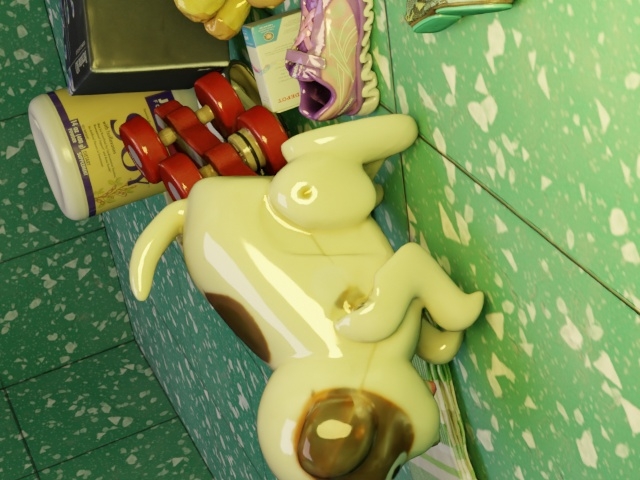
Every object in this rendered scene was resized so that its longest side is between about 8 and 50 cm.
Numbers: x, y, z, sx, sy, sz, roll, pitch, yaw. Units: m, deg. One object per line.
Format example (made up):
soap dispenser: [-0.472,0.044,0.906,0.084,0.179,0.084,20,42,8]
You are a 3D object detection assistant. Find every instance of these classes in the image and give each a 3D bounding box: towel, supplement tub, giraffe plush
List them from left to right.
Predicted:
supplement tub: [-0.343,-0.194,2.265,0.241,0.331,0.241,160,90,-74]
giraffe plush: [-0.071,-0.349,1.563,0.170,0.210,0.181,32,178,42]
towel: [0.142,0.223,1.736,0.325,0.038,0.248,71,164,-9]

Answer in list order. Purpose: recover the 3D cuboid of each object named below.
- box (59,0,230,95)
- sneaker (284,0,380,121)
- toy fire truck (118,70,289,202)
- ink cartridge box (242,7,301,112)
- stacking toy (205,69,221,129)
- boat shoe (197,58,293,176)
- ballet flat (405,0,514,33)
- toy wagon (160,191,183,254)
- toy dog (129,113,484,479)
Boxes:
box: [-0.286,-0.436,1.883,0.293,0.212,0.395,177,87,-72]
sneaker: [0.003,-0.242,1.491,0.095,0.104,0.236,29,139,45]
toy fire truck: [-0.142,-0.078,1.787,0.302,0.169,0.254,42,159,44]
ink cartridge box: [-0.048,-0.247,1.694,0.052,0.088,0.122,28,135,65]
stacking toy: [-0.147,-0.135,2.080,0.141,0.141,0.330,-149,45,-65]
boat shoe: [-0.087,-0.140,1.905,0.302,0.114,0.091,55,134,9]
ballet flat: [0.130,-0.244,1.195,0.188,0.070,0.070,5,113,68]
toy wagon: [-0.302,-0.082,2.729,0.267,0.068,0.344,-144,38,-61]
toy dog: [0.003,0.099,1.444,0.284,0.395,0.408,129,129,-61]
